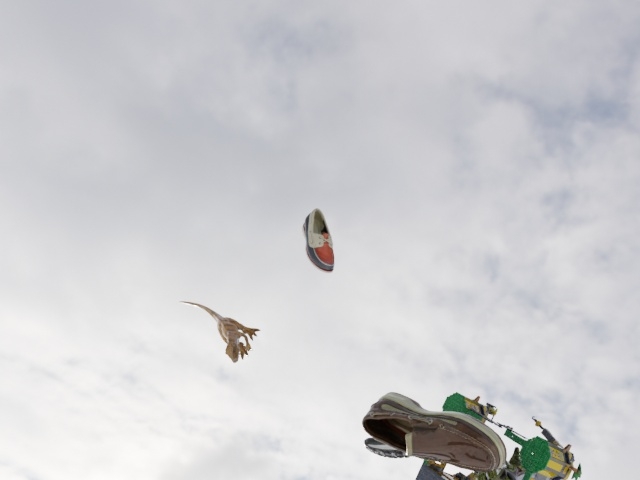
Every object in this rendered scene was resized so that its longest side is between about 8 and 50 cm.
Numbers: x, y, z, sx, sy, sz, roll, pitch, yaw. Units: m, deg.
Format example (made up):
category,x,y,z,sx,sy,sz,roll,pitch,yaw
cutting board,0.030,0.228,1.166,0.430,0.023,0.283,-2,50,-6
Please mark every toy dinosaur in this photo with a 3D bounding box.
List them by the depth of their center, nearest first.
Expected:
category,x,y,z,sx,sy,sz,roll,pitch,yaw
toy dinosaur,-0.175,0.163,1.283,0.064,0.211,0.112,-51,-55,-3

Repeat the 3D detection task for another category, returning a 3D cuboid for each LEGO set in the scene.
category,x,y,z,sx,sy,sz,roll,pitch,yaw
LEGO set,0.348,0.444,1.266,0.192,0.254,0.331,29,-13,-28

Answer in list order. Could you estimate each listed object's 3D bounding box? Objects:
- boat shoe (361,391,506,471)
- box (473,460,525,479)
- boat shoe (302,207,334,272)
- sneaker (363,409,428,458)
category,x,y,z,sx,sy,sz,roll,pitch,yaw
boat shoe,0.177,0.333,1.129,0.258,0.095,0.095,6,-70,46
box,0.460,0.688,1.499,0.168,0.215,0.345,-16,-68,36
boat shoe,0.000,0.000,1.191,0.049,0.137,0.043,15,-54,-27
sneaker,0.249,0.515,1.812,0.272,0.107,0.100,-10,-27,3
